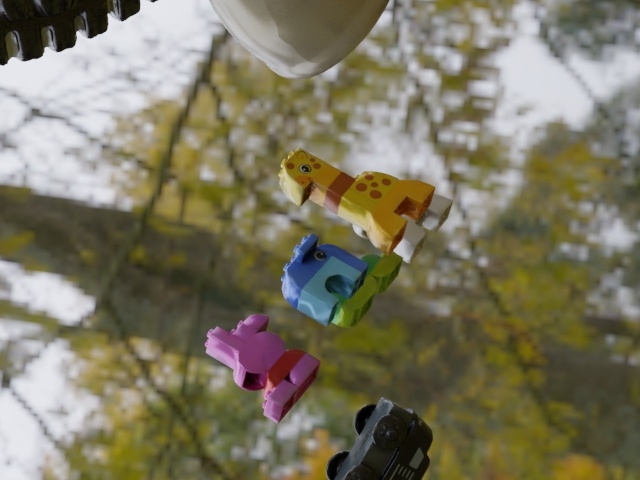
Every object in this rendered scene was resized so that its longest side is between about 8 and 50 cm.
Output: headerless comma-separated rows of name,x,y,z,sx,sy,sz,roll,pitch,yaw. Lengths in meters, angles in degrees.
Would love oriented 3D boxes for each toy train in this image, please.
toy train,-0.002,0.135,0.767,0.158,0.036,0.027,-60,23,-1

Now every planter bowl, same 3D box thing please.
planter bowl,-0.028,-0.214,1.450,0.109,0.162,0.162,28,-117,-34

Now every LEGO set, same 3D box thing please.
LEGO set,0.000,0.000,1.297,0.227,0.093,0.087,-48,-18,-41

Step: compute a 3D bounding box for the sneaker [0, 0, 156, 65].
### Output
sneaker,-0.157,-0.216,1.222,0.162,0.281,0.106,58,156,26
